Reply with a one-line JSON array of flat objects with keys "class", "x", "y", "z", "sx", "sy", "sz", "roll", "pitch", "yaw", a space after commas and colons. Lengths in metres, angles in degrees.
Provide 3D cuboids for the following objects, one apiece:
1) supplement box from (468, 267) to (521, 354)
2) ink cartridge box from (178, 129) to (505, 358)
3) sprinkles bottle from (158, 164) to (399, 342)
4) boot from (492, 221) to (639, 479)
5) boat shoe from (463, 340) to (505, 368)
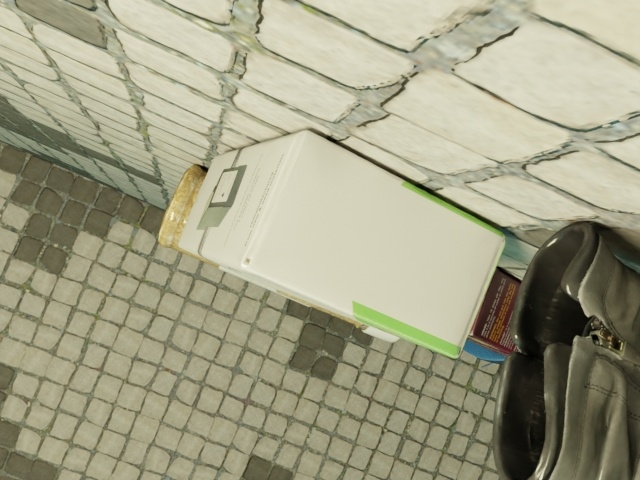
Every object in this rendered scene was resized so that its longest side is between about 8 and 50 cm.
[{"class": "supplement box", "x": 0.208, "y": 0.088, "z": 0.844, "sx": 0.188, "sy": 0.081, "sz": 0.104, "roll": 27, "pitch": 173, "yaw": -39}, {"class": "ink cartridge box", "x": 0.000, "y": 0.000, "z": 0.647, "sx": 0.198, "sy": 0.115, "sz": 0.273, "roll": 24, "pitch": 174, "yaw": -20}, {"class": "sprinkles bottle", "x": -0.036, "y": 0.021, "z": 0.957, "sx": 0.355, "sy": 0.121, "sz": 0.121, "roll": 23, "pitch": 174, "yaw": -7}, {"class": "boot", "x": 0.200, "y": 0.173, "z": 0.432, "sx": 0.222, "sy": 0.338, "sz": 0.118, "roll": 21, "pitch": 149, "yaw": -20}, {"class": "boat shoe", "x": 0.285, "y": 0.144, "z": 0.967, "sx": 0.089, "sy": 0.109, "sz": 0.258, "roll": 22, "pitch": 178, "yaw": -35}]
